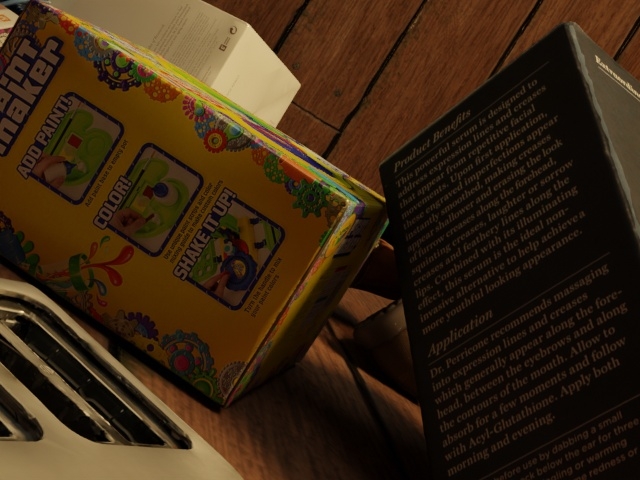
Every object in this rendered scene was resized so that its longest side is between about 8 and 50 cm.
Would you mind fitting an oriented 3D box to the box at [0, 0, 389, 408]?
[{"bbox_3d":[-0.113,-0.030,0.973,0.279,0.177,0.290,33,6,7],"label":"box"}]

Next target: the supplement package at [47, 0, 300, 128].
[{"bbox_3d":[-0.206,-0.200,1.489,0.262,0.199,0.198,30,-3,22],"label":"supplement package"}]

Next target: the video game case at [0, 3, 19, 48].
[{"bbox_3d":[-0.457,-0.252,1.230,0.232,0.042,0.210,35,31,18],"label":"video game case"}]

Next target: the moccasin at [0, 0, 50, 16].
[{"bbox_3d":[-0.419,-0.240,1.402,0.342,0.138,0.117,19,0,45],"label":"moccasin"}]

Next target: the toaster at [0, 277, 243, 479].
[{"bbox_3d":[-0.132,0.078,0.359,0.185,0.110,0.168,37,8,29],"label":"toaster"}]

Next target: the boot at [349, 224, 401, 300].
[{"bbox_3d":[0.000,0.000,1.364,0.264,0.096,0.280,28,-5,5],"label":"boot"}]

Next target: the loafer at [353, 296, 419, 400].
[{"bbox_3d":[0.146,0.126,1.405,0.130,0.134,0.366,61,22,10],"label":"loafer"}]

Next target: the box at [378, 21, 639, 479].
[{"bbox_3d":[0.237,0.085,0.916,0.293,0.212,0.395,29,39,-35],"label":"box"}]
